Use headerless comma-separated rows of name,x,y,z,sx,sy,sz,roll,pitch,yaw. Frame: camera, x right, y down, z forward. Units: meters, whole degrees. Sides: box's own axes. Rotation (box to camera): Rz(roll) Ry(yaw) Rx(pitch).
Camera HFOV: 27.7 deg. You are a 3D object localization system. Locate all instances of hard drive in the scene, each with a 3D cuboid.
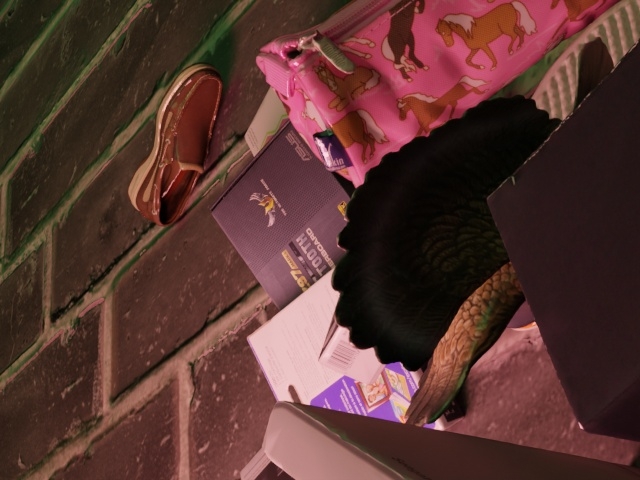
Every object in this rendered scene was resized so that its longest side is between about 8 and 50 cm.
hard drive,0.164,0.190,0.911,0.233,0.353,0.047,21,96,59

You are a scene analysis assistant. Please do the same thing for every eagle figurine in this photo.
eagle figurine,0.155,0.000,0.960,0.298,0.226,0.225,-22,12,8

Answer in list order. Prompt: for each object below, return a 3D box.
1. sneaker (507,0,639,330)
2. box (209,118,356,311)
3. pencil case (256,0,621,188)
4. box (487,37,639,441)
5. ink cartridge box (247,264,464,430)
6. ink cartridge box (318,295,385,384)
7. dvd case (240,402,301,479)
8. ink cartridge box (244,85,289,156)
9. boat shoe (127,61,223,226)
sneaker,0.238,-0.062,1.134,0.321,0.127,0.126,-56,37,13
box,0.000,0.000,1.439,0.232,0.059,0.183,55,132,11
pencil case,0.136,-0.209,1.143,0.386,0.160,0.167,-35,6,1
box,0.336,-0.023,0.739,0.312,0.343,0.179,-50,40,36
ink cartridge box,0.032,0.142,1.375,0.208,0.045,0.206,-39,70,41
ink cartridge box,0.086,-0.033,1.266,0.332,0.065,0.165,-69,4,-48
dvd case,-0.021,0.318,1.472,0.179,0.029,0.238,-51,37,35
ink cartridge box,-0.031,-0.068,1.594,0.255,0.097,0.189,-59,35,24
boat shoe,-0.196,-0.134,1.912,0.095,0.095,0.257,49,126,39
